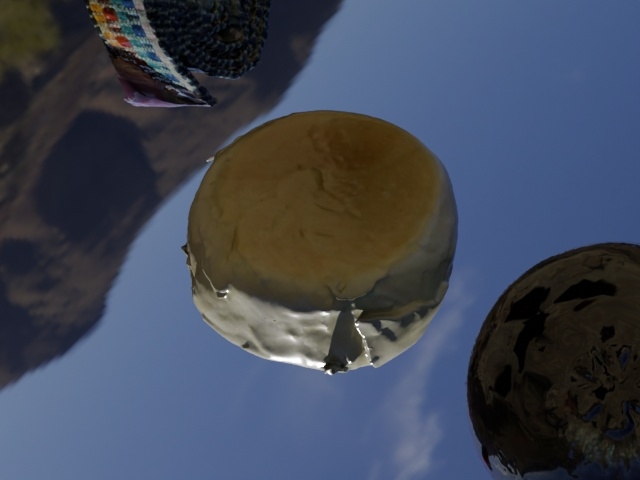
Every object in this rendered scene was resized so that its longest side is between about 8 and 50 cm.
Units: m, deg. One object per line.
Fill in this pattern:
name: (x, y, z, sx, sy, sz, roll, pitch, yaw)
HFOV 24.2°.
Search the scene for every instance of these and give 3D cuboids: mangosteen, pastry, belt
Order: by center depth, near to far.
pastry: (0.000, -0.002, 1.345, 0.265, 0.265, 0.133, -53, 160, -37)
mangosteen: (0.285, 0.147, 1.463, 0.300, 0.300, 0.300, -40, -166, 12)
belt: (-0.173, -0.319, 1.749, 0.207, 0.295, 0.160, -35, -148, -33)
